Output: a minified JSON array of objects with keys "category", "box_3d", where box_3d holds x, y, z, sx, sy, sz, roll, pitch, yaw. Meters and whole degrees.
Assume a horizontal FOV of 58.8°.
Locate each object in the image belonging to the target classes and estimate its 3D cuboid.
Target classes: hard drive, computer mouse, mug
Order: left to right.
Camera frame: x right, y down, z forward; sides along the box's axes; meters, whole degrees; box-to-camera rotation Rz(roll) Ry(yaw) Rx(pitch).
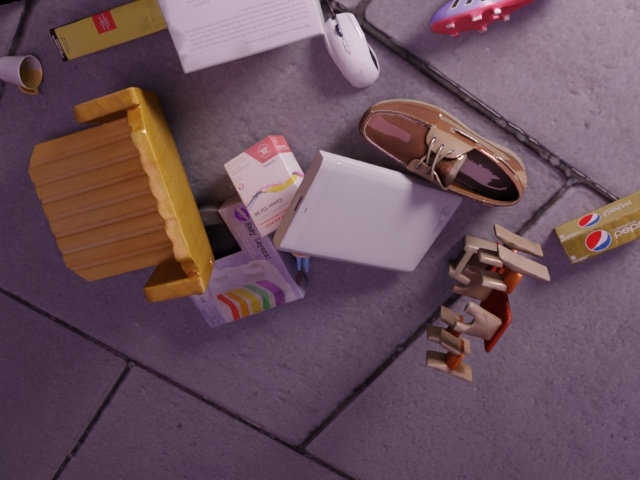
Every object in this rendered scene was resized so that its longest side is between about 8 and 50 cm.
[{"category":"mug","box_3d":[-0.571,-0.312,1.070,0.064,0.062,0.078,11,115,12]},{"category":"computer mouse","box_3d":[0.041,-0.346,0.965,0.106,0.042,0.193,-25,113,20]},{"category":"hard drive","box_3d":[0.091,-0.041,1.059,0.308,0.040,0.203,11,125,-28]}]

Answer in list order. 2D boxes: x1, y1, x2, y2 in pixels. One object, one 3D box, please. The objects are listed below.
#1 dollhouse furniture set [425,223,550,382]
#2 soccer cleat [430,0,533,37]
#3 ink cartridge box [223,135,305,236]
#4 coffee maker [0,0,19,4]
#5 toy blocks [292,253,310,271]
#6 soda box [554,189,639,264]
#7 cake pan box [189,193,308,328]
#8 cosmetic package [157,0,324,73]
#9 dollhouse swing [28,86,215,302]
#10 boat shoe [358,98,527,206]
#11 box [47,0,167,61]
[{"category":"dollhouse furniture set","box_3d":[0.317,0.100,1.054,0.135,0.259,0.262,23,121,-2]},{"category":"soccer cleat","box_3d":[0.288,-0.399,0.887,0.248,0.083,0.095,-16,87,22]},{"category":"ink cartridge box","box_3d":[-0.082,-0.086,1.082,0.115,0.067,0.198,-29,90,22]},{"category":"coffee maker","box_3d":[-0.575,-0.429,0.932,0.171,0.178,0.120,-15,116,17]},{"category":"toy blocks","box_3d":[0.000,0.000,1.164,0.123,0.054,0.148,5,120,7]},{"category":"soda box","box_3d":[0.543,-0.027,1.063,0.181,0.058,0.061,-28,112,22]},{"category":"cake pan box","box_3d":[-0.192,0.040,1.211,0.246,0.070,0.267,-20,114,17]},{"category":"cosmetic package","box_3d":[-0.129,-0.400,0.853,0.224,0.138,0.224,-13,116,8]},{"category":"dollhouse swing","box_3d":[-0.394,-0.060,1.026,0.305,0.315,0.346,-16,103,-2]},{"category":"boat shoe","box_3d":[0.222,-0.153,1.005,0.324,0.116,0.123,20,121,-3]},{"category":"box","box_3d":[-0.343,-0.375,0.982,0.232,0.087,0.058,-10,118,15]}]
